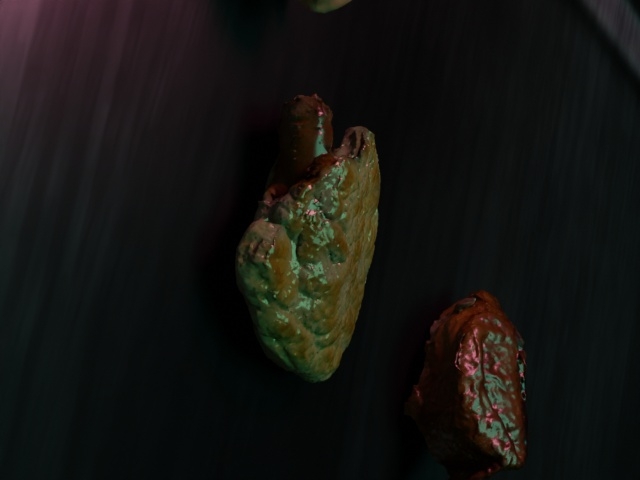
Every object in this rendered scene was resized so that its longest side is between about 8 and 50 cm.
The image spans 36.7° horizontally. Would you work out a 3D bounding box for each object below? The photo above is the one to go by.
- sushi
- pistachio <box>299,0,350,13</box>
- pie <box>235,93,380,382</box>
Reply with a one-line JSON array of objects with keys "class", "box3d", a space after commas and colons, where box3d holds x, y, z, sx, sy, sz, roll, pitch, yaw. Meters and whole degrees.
[{"class": "sushi", "box3d": [0.199, 0.209, 1.303, 0.166, 0.179, 0.297, 7, 70, -32]}, {"class": "pistachio", "box3d": [0.002, -0.345, 0.957, 0.157, 0.157, 0.230, -23, 118, -53]}, {"class": "pie", "box3d": [0.002, 0.006, 1.034, 0.257, 0.105, 0.275, 48, 54, -57]}]
